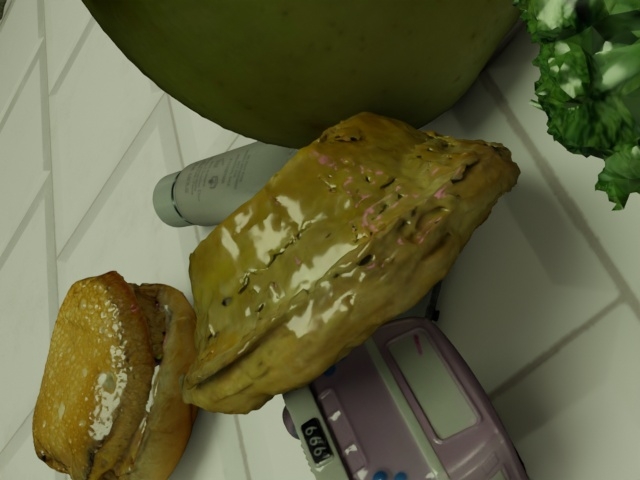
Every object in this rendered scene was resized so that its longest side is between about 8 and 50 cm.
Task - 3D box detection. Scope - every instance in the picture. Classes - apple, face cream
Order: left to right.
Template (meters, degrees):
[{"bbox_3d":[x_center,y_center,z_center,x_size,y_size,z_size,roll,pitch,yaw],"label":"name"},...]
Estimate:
[{"bbox_3d":[-0.108,-0.076,0.984,0.314,0.089,0.143,-10,56,45],"label":"face cream"},{"bbox_3d":[-0.024,-0.319,0.698,0.473,0.473,0.474,-24,58,46],"label":"apple"}]

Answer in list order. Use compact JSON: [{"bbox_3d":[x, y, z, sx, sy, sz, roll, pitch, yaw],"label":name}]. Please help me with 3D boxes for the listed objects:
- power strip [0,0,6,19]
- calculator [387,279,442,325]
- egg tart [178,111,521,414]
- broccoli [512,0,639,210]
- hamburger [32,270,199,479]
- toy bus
[{"bbox_3d":[-0.198,-0.319,0.535,0.098,0.058,0.338,33,110,42],"label":"power strip"},{"bbox_3d":[0.035,0.037,0.803,0.261,0.021,0.161,10,83,53],"label":"calculator"},{"bbox_3d":[-0.001,0.001,0.599,0.341,0.129,0.341,-40,5,4],"label":"egg tart"},{"bbox_3d":[0.297,-0.085,0.277,0.413,0.310,0.321,40,94,17],"label":"broccoli"},{"bbox_3d":[-0.278,0.204,1.018,0.289,0.170,0.314,1,78,55],"label":"hamburger"},{"bbox_3d":[0.074,0.171,0.563,0.142,0.202,0.142,-32,46,0],"label":"toy bus"}]
